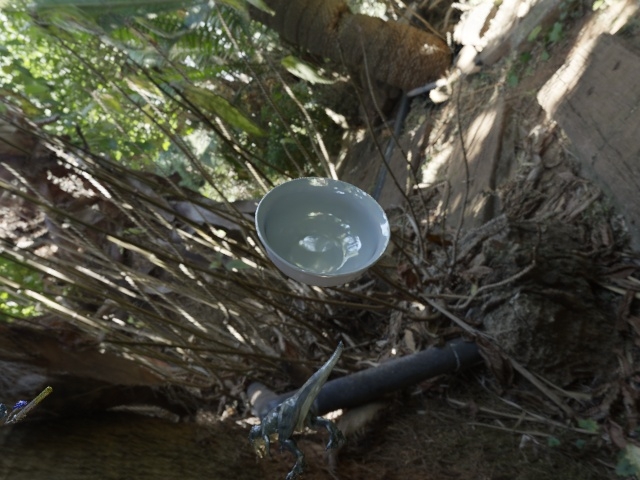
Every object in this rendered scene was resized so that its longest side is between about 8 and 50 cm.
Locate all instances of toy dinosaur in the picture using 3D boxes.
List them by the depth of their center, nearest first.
[{"bbox_3d":[-0.030,0.289,0.688,0.268,0.064,0.118,-49,52,19],"label":"toy dinosaur"}]

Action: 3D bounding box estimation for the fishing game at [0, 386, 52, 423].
[{"bbox_3d":[-0.436,0.212,0.455,0.189,0.041,0.264,-38,-15,37],"label":"fishing game"}]

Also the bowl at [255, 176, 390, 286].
[{"bbox_3d":[0.000,0.000,1.001,0.134,0.298,0.297,100,-177,-48],"label":"bowl"}]
